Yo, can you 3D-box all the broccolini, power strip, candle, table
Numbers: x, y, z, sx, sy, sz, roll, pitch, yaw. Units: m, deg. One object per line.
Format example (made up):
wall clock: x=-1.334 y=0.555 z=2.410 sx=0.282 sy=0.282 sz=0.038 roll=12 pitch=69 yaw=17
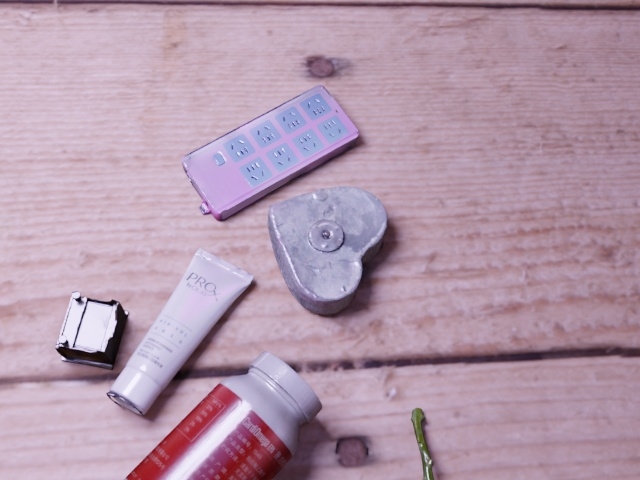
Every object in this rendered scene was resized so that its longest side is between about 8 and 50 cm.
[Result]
broccolini: x=0.143 y=0.313 z=0.950 sx=0.054 sy=0.052 sz=0.194 roll=3 pitch=68 yaw=-10
power strip: x=-0.073 y=-0.136 z=1.104 sx=0.279 sy=0.037 sz=0.109 roll=-31 pitch=76 yaw=-17
candle: x=0.000 y=0.000 z=1.045 sx=0.169 sy=0.068 sz=0.192 roll=25 pitch=64 yaw=4
table: x=-0.300 y=0.115 z=0.955 sx=0.070 sy=0.082 sz=0.083 roll=12 pitch=67 yaw=-3

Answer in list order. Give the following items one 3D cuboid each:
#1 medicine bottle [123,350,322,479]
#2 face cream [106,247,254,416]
medicine bottle: x=-0.119 y=0.261 z=0.895 sx=0.131 sy=0.131 sz=0.250 roll=42 pitch=69 yaw=9
face cream: x=-0.190 y=0.122 z=0.984 sx=0.092 sy=0.058 sz=0.243 roll=28 pitch=62 yaw=9
